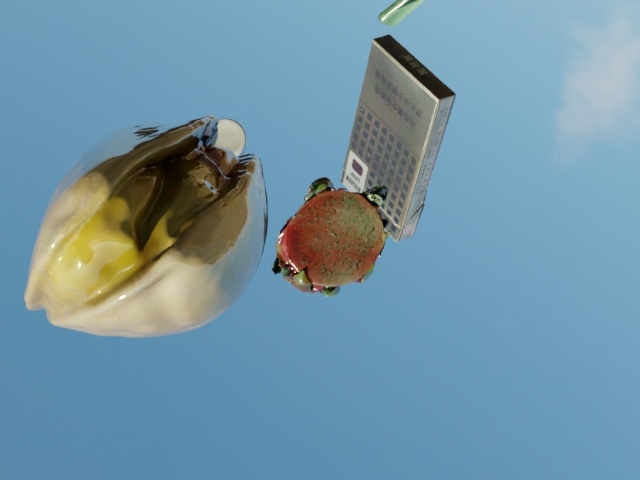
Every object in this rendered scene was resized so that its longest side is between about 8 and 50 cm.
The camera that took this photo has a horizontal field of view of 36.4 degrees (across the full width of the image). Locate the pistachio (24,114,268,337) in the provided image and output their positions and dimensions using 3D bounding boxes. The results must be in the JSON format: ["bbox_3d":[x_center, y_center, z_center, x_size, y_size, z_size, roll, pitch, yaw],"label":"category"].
[{"bbox_3d":[-0.093,0.000,0.535,0.117,0.145,0.200,44,-171,-13],"label":"pistachio"}]

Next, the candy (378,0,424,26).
[{"bbox_3d":[0.140,-0.244,0.746,0.073,0.262,0.077,24,-133,-36],"label":"candy"}]

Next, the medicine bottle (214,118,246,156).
[{"bbox_3d":[-0.134,-0.139,1.389,0.057,0.057,0.089,28,175,-3],"label":"medicine bottle"}]

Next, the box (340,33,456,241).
[{"bbox_3d":[0.125,-0.169,1.674,0.047,0.324,0.180,-23,-125,-28],"label":"box"}]

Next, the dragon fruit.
[{"bbox_3d":[0.000,0.000,1.179,0.142,0.175,0.138,-15,-95,-25],"label":"dragon fruit"}]
